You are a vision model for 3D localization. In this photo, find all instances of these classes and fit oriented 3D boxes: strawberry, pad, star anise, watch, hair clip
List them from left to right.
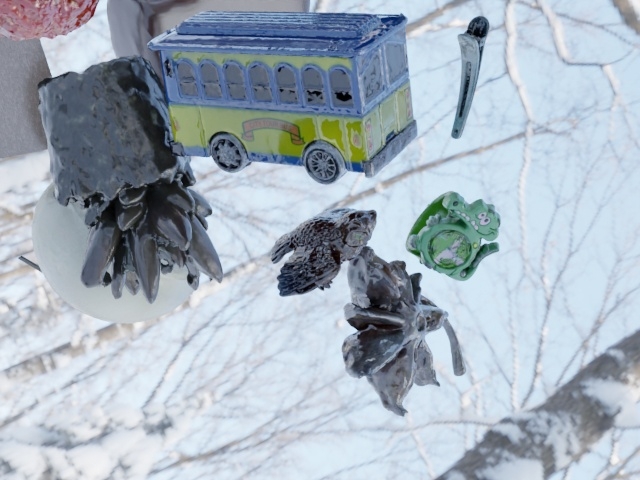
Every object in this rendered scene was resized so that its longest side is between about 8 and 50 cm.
[{"bbox_3d":[-0.495,-0.228,1.524,0.266,0.176,0.002,85,-9,-48],"label":"pad"},{"bbox_3d":[-0.247,-0.199,0.776,0.187,0.146,0.082,14,-71,40],"label":"strawberry"},{"bbox_3d":[0.123,0.164,1.717,0.139,0.316,0.359,-5,-64,40],"label":"star anise"},{"bbox_3d":[0.230,-0.019,1.716,0.131,0.152,0.165,35,-73,-12],"label":"watch"},{"bbox_3d":[0.253,-0.270,1.707,0.039,0.070,0.229,22,-41,22],"label":"hair clip"}]

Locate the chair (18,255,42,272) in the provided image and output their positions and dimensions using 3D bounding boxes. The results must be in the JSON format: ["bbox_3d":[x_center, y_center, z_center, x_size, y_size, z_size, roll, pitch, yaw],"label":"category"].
[{"bbox_3d":[-0.431,0.064,1.828,0.221,0.104,0.095,42,-3,-31],"label":"chair"}]

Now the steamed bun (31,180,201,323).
[{"bbox_3d":[-0.334,0.020,1.584,0.177,0.283,0.283,-48,-114,19],"label":"steamed bun"}]

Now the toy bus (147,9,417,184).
[{"bbox_3d":[-0.043,-0.176,1.164,0.287,0.138,0.175,8,-58,29],"label":"toy bus"}]

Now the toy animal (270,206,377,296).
[{"bbox_3d":[0.006,-0.003,1.558,0.116,0.218,0.179,38,-46,-1],"label":"toy animal"}]

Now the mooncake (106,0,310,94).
[{"bbox_3d":[-0.185,-0.353,1.564,0.174,0.334,0.326,33,-82,40],"label":"mooncake"}]

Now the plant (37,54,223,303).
[{"bbox_3d":[-0.248,-0.071,1.300,0.194,0.181,0.321,-67,143,-82],"label":"plant"}]
